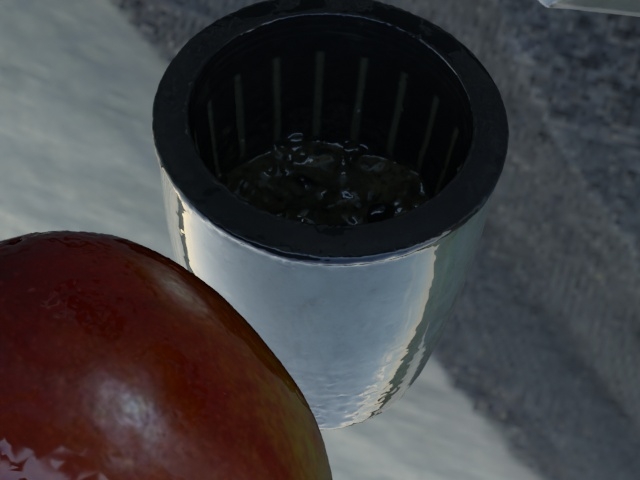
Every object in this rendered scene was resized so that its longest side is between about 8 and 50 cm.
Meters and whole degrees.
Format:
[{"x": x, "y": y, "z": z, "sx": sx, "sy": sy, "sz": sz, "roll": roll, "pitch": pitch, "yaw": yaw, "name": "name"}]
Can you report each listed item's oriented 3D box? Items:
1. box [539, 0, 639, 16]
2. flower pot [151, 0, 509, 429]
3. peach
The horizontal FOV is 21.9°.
[{"x": 0.150, "y": -0.191, "z": 0.813, "sx": 0.051, "sy": 0.204, "sz": 0.365, "roll": -48, "pitch": 157, "yaw": 28, "name": "box"}, {"x": 0.000, "y": 0.000, "z": 1.465, "sx": 0.293, "sy": 0.293, "sz": 0.330, "roll": 15, "pitch": 140, "yaw": 8, "name": "flower pot"}, {"x": -0.174, "y": 0.174, "z": 1.101, "sx": 0.370, "sy": 0.370, "sz": 0.370, "roll": 15, "pitch": 157, "yaw": 7, "name": "peach"}]
